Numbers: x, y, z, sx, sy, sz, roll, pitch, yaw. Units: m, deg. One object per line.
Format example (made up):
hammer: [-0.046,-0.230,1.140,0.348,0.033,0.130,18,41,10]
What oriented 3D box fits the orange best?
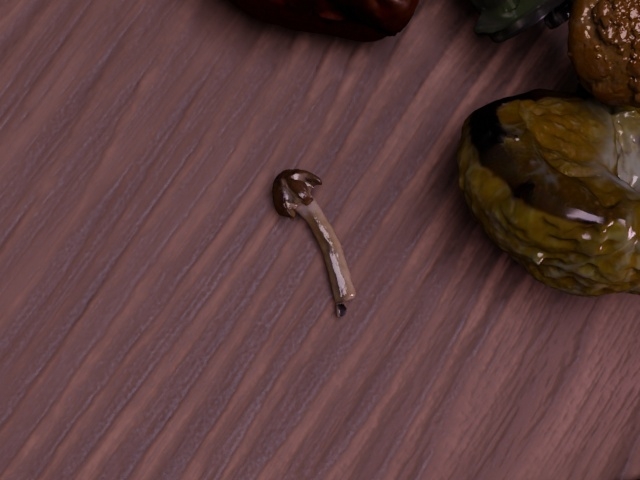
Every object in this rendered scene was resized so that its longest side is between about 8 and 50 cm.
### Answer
orange: [0.335,-0.043,1.277,0.369,0.271,0.210,1,124,-7]

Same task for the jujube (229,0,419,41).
jujube: [-0.023,-0.335,1.282,0.290,0.197,0.197,25,80,-20]

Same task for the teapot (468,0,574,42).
teapot: [0.214,-0.416,1.307,0.270,0.200,0.337,-42,101,-13]

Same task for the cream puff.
cream puff: [0.347,-0.224,1.234,0.165,0.115,0.150,15,86,-50]

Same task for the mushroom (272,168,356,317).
mushroom: [0.000,0.000,1.312,0.060,0.061,0.187,-27,92,-16]

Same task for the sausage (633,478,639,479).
sausage: [0.434,0.290,1.354,0.177,0.040,0.047,-19,81,-11]
